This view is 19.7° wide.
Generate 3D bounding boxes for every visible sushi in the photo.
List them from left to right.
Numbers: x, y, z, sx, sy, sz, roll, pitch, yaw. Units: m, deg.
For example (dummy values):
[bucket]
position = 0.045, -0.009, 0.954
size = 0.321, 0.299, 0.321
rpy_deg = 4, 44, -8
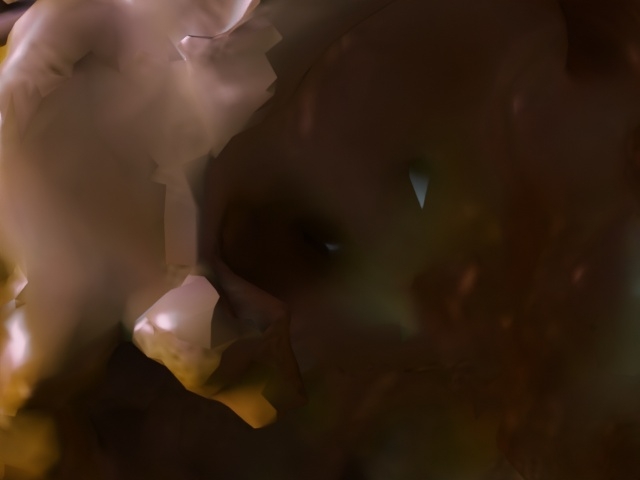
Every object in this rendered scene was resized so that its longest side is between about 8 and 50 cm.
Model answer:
[sushi]
position = -0.017, 0.003, 0.532
size = 0.240, 0.396, 0.351
rpy_deg = 66, 161, -12
